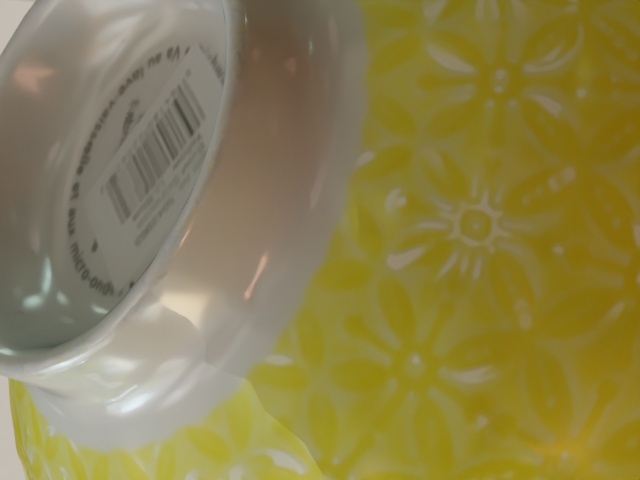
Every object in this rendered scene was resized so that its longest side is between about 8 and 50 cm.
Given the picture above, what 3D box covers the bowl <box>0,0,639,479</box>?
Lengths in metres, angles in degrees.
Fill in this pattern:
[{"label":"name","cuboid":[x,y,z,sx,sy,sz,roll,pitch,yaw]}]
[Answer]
[{"label":"bowl","cuboid":[0.000,0.000,0.432,0.156,0.289,0.289,24,-100,-39]}]
